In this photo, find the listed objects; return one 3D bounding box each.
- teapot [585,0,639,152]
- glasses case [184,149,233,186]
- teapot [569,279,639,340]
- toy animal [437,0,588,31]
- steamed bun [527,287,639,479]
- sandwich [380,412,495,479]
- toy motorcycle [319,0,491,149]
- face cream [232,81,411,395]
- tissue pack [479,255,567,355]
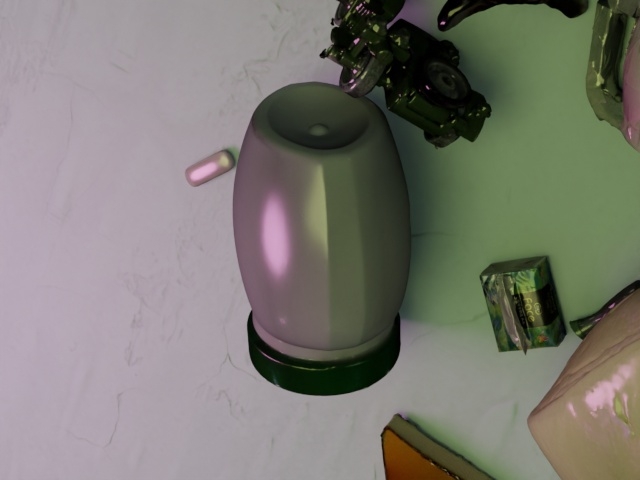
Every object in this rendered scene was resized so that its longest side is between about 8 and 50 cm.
[{"bbox_3d":[0.391,-0.180,1.387,0.221,0.163,0.178,24,123,17],"label":"teapot"},{"bbox_3d":[-0.161,-0.103,1.763,0.083,0.021,0.032,-25,92,30],"label":"glasses case"},{"bbox_3d":[0.371,0.093,1.557,0.110,0.043,0.043,-35,89,35],"label":"teapot"},{"bbox_3d":[0.158,-0.354,1.364,0.344,0.302,0.194,29,120,16],"label":"toy animal"},{"bbox_3d":[0.460,0.212,1.354,0.371,0.290,0.456,51,129,7],"label":"steamed bun"},{"bbox_3d":[0.144,0.364,1.745,0.193,0.058,0.162,35,119,10],"label":"sandwich"},{"bbox_3d":[0.107,-0.232,1.496,0.205,0.275,0.127,26,124,-21],"label":"toy motorcycle"},{"bbox_3d":[0.000,0.000,1.566,0.219,0.312,0.357,-7,124,-10],"label":"face cream"},{"bbox_3d":[0.259,0.087,1.585,0.085,0.079,0.111,-9,103,29],"label":"tissue pack"}]
